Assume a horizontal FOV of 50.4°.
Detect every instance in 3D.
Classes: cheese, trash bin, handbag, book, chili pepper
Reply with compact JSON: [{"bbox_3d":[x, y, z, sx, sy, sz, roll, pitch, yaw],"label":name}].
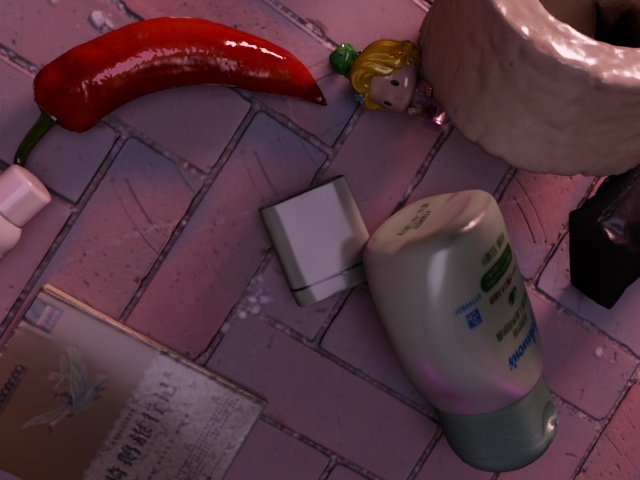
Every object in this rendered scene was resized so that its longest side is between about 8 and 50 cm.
[{"bbox_3d":[0.268,-0.221,0.733,0.292,0.153,0.332,13,52,-6],"label":"cheese"},{"bbox_3d":[0.000,0.000,0.836,0.116,0.059,0.130,-24,100,-10],"label":"trash bin"},{"bbox_3d":[0.413,-0.033,0.852,0.223,0.080,0.247,-42,148,-3],"label":"handbag"},{"bbox_3d":[-0.248,0.219,0.823,0.310,0.021,0.217,31,89,-14],"label":"book"},{"bbox_3d":[-0.175,-0.177,0.763,0.369,0.092,0.137,-13,111,-9],"label":"chili pepper"}]

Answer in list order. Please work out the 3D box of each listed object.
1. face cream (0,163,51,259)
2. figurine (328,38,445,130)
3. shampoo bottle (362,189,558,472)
[{"bbox_3d":[-0.409,0.023,0.733,0.269,0.082,0.082,-43,103,-6],"label":"face cream"},{"bbox_3d":[0.091,-0.205,0.831,0.156,0.115,0.094,19,126,4],"label":"figurine"},{"bbox_3d":[0.184,0.126,0.833,0.222,0.151,0.349,-42,116,-47],"label":"shampoo bottle"}]
